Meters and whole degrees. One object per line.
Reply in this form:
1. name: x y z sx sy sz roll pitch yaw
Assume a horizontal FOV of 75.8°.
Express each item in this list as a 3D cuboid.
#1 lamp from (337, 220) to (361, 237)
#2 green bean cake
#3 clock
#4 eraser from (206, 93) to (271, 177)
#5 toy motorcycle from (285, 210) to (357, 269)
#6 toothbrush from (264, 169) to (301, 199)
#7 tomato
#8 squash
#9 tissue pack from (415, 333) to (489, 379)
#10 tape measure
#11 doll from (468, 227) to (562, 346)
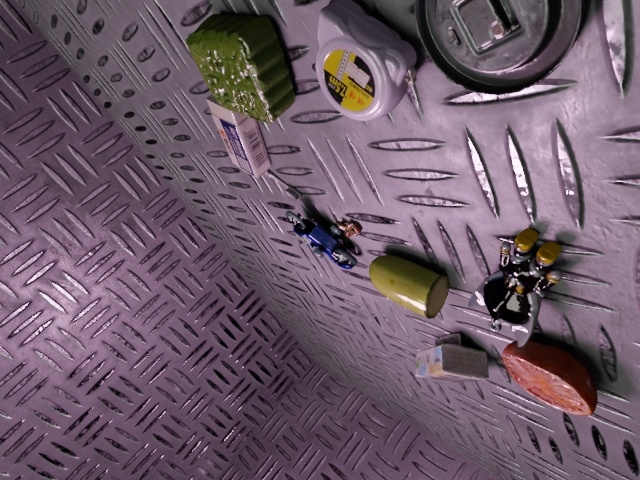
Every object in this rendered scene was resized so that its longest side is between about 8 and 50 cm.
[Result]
1. lamp: 0.096 -0.039 1.310 0.063 0.031 0.083 49 155 -19
2. green bean cake: -0.192 -0.415 0.989 0.248 0.125 0.222 29 154 34
3. clock: 0.232 -0.307 0.548 0.226 0.049 0.226 38 158 18
4. eraser: -0.251 -0.334 1.303 0.124 0.081 0.279 32 156 28
5. toy motorcycle: 0.000 0.000 1.452 0.315 0.113 0.169 37 170 -6
6. toothbrush: -0.206 -0.248 1.456 0.354 0.029 0.024 38 145 17
7. tomato: 0.584 0.334 1.049 0.237 0.095 0.237 36 161 14
8. squash: 0.240 0.121 1.209 0.247 0.132 0.132 23 151 41
9. tissue pack: 0.439 0.396 1.396 0.159 0.145 0.229 10 158 -4
10. tape measure: 0.075 -0.316 0.745 0.196 0.105 0.178 41 151 4
11. doll: 0.421 0.106 0.902 0.145 0.103 0.316 18 142 19
